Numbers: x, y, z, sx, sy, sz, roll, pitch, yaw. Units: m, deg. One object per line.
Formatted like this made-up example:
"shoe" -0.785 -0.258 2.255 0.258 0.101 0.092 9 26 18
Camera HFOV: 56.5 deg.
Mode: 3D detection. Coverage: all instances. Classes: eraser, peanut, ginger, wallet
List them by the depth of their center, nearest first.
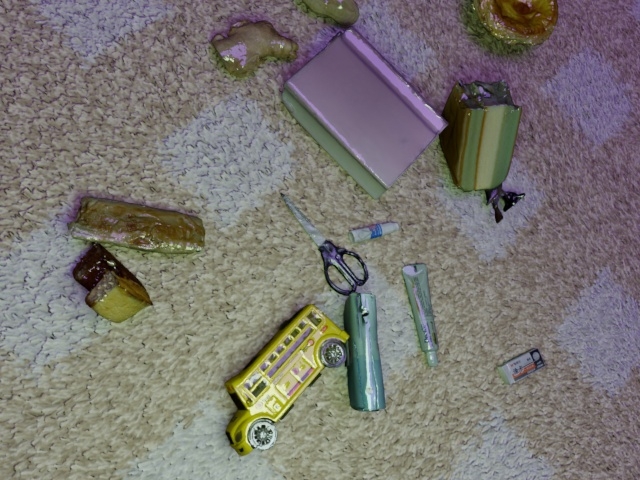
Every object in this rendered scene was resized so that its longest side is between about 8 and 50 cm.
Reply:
"wallet" 0.094 0.249 1.329 0.075 0.176 0.251 -2 77 -4
"ginger" -0.162 -0.491 1.484 0.213 0.074 0.137 -25 94 -17
"eraser" 0.108 -0.324 1.504 0.359 0.122 0.272 43 71 -2
"eraser" 0.512 0.320 1.517 0.122 0.029 0.052 -21 84 -20
"peanut" 0.019 -0.628 1.567 0.187 0.082 0.082 20 72 -13

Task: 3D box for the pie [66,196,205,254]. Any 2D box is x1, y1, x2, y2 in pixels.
"pie" -0.393 -0.028 1.287 0.282 0.068 0.129 11 49 -21

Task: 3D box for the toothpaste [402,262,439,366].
"toothpaste" 0.255 0.182 1.467 0.067 0.037 0.256 -6 76 -13

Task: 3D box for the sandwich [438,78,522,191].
"sandwich" 0.410 -0.272 1.512 0.155 0.198 0.228 -5 67 -9

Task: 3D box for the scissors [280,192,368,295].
"scissors" 0.000 0.000 1.442 0.109 0.022 0.300 -38 90 -25

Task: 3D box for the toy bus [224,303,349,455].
"toy bus" -0.092 0.296 1.277 0.152 0.144 0.330 45 67 -3

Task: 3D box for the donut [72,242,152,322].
"donut" -0.424 0.100 1.212 0.085 0.217 0.141 -45 124 -7

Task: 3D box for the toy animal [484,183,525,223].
"toy animal" 0.468 -0.150 1.599 0.105 0.070 0.202 -18 80 -20

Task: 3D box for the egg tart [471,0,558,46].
"egg tart" 0.552 -0.676 1.727 0.294 0.116 0.295 5 73 -15

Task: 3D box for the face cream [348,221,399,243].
"face cream" 0.135 -0.022 1.482 0.130 0.034 0.034 -13 81 -20
